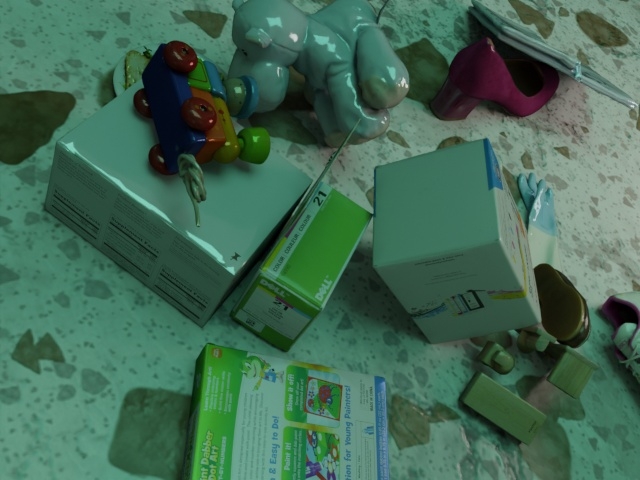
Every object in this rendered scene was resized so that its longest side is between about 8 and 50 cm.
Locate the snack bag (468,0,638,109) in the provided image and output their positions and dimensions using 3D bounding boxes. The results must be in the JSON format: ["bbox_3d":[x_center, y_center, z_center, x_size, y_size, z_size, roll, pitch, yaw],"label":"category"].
[{"bbox_3d":[0.483,-0.395,1.500,0.342,0.037,0.323,24,24,-11],"label":"snack bag"}]

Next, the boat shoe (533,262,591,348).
[{"bbox_3d":[0.387,0.107,1.128,0.073,0.073,0.207,43,22,-16],"label":"boat shoe"}]

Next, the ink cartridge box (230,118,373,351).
[{"bbox_3d":[0.000,0.000,0.916,0.097,0.255,0.189,33,50,-3],"label":"ink cartridge box"}]

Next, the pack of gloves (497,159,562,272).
[{"bbox_3d":[0.354,-0.062,1.283,0.195,0.046,0.232,19,51,-16],"label":"pack of gloves"}]

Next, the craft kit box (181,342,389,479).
[{"bbox_3d":[-0.037,0.264,0.848,0.246,0.061,0.250,17,52,-20],"label":"craft kit box"}]

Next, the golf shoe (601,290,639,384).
[{"bbox_3d":[0.543,0.210,1.162,0.140,0.115,0.306,12,45,-10],"label":"golf shoe"}]

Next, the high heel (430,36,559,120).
[{"bbox_3d":[0.389,-0.333,1.397,0.377,0.181,0.127,-24,71,-37],"label":"high heel"}]

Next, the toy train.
[{"bbox_3d":[-0.120,-0.113,0.852,0.143,0.105,0.248,3,56,-41],"label":"toy train"}]

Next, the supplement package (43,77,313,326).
[{"bbox_3d":[-0.182,-0.061,0.937,0.261,0.145,0.204,37,49,0],"label":"supplement package"}]

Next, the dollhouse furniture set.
[{"bbox_3d":[0.294,0.208,1.077,0.144,0.123,0.151,34,84,-2],"label":"dollhouse furniture set"}]

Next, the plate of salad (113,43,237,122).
[{"bbox_3d":[-0.216,-0.237,1.105,0.199,0.048,0.200,14,52,-19],"label":"plate of salad"}]

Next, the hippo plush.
[{"bbox_3d":[-0.014,-0.277,1.087,0.236,0.294,0.234,-1,37,-29],"label":"hippo plush"}]

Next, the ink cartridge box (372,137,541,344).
[{"bbox_3d":[0.192,0.010,1.001,0.233,0.168,0.171,50,34,-47],"label":"ink cartridge box"}]
